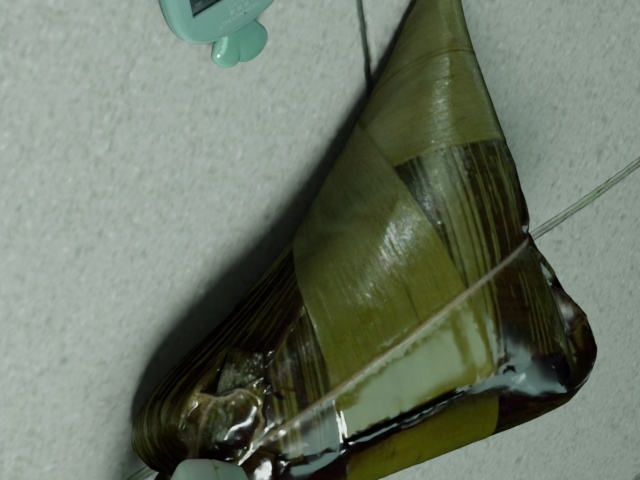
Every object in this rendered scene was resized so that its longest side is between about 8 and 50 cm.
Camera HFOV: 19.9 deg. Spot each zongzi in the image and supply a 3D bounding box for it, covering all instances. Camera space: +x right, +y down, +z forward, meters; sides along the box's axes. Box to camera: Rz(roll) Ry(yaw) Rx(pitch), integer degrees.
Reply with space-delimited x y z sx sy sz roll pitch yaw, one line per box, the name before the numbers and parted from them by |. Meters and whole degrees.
zongzi | 0.000 0.000 1.161 0.289 0.154 0.317 -17 95 -28

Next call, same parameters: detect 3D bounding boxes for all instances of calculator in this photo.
calculator | -0.056 -0.165 1.026 0.095 0.021 0.153 -36 138 -31

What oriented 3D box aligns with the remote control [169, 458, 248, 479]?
remote control | -0.113 0.294 1.094 0.050 0.145 0.344 10 128 -26
